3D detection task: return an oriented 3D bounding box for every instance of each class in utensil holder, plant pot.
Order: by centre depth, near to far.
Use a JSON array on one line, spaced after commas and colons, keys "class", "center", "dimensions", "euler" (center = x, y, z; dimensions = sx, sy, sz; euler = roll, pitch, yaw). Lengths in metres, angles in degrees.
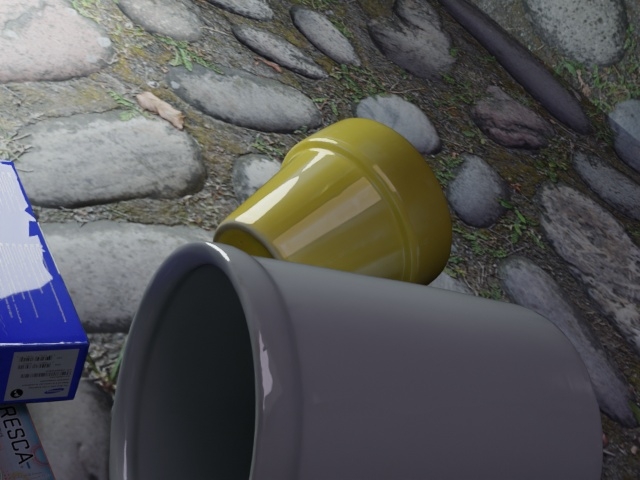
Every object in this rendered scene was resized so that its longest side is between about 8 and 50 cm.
[{"class": "utensil holder", "center": [0.030, 0.189, 0.883], "dimensions": [0.385, 0.328, 0.328], "euler": [10, 42, -32]}, {"class": "plant pot", "center": [0.000, 0.000, 1.160], "dimensions": [0.239, 0.254, 0.254], "euler": [-31, 68, -34]}]

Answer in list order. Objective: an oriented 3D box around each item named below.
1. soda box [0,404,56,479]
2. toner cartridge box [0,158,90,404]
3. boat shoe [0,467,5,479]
[{"class": "soda box", "center": [-0.302, 0.195, 0.840], "dimensions": [0.058, 0.063, 0.183], "euler": [-3, 49, -42]}, {"class": "toner cartridge box", "center": [-0.366, 0.026, 0.914], "dimensions": [0.165, 0.075, 0.348], "euler": [4, 31, -34]}, {"class": "boat shoe", "center": [-0.363, 0.167, 0.716], "dimensions": [0.227, 0.081, 0.079], "euler": [20, 40, -19]}]
